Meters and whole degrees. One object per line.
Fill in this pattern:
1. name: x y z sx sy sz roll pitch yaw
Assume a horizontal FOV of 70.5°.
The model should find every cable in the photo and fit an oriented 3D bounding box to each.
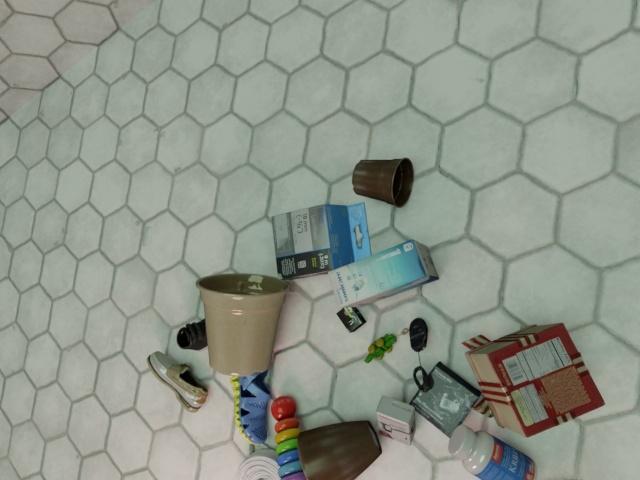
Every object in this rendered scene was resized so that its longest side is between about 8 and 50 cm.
1. cable: -0.185 0.880 1.612 0.257 0.089 0.257 9 87 25

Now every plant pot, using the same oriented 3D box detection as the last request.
1. plant pot: 0.075 0.684 1.471 0.230 0.215 0.215 -27 73 5
2. plant pot: -0.282 0.300 1.622 0.333 0.333 0.306 8 98 25
3. plant pot: 0.205 -0.204 1.532 0.165 0.167 0.167 12 89 32

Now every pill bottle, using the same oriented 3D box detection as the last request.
1. pill bottle: 0.482 0.621 1.285 0.221 0.124 0.124 30 97 1

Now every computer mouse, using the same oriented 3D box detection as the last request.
1. computer mouse: 0.321 0.358 1.428 0.071 0.041 0.242 -34 42 43

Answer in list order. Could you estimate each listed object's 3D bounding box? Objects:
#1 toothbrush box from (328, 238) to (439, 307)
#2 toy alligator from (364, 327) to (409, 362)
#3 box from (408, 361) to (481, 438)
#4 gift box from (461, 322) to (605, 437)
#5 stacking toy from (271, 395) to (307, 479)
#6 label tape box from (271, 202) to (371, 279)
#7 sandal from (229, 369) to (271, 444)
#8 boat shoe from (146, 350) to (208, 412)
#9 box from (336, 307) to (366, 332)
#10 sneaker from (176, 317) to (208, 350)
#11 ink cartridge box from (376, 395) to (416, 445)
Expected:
1. toothbrush box: 0.206 0.114 1.457 0.295 0.216 0.126 -22 75 20
2. toy alligator: 0.216 0.340 1.519 0.189 0.056 0.051 -43 29 14
3. box: 0.384 0.489 1.401 0.156 0.093 0.158 34 97 24
4. gift box: 0.543 0.369 1.244 0.276 0.258 0.255 -17 75 1
5. stacking toy: -0.102 0.698 1.552 0.141 0.141 0.331 -29 57 19
6. label tape box: 0.000 0.000 1.624 0.333 0.106 0.241 -11 80 23
7. sandal: -0.242 0.580 1.660 0.138 0.126 0.318 -18 78 17
8. boat shoe: -0.566 0.543 1.820 0.302 0.113 0.103 41 100 12
9. box: 0.108 0.268 1.573 0.062 0.052 0.083 -41 71 14
10. sneaker: -0.436 0.334 1.759 0.295 0.147 0.105 -42 68 13
11. ink cartridge box: 0.239 0.567 1.425 0.109 0.151 0.063 12 47 26
